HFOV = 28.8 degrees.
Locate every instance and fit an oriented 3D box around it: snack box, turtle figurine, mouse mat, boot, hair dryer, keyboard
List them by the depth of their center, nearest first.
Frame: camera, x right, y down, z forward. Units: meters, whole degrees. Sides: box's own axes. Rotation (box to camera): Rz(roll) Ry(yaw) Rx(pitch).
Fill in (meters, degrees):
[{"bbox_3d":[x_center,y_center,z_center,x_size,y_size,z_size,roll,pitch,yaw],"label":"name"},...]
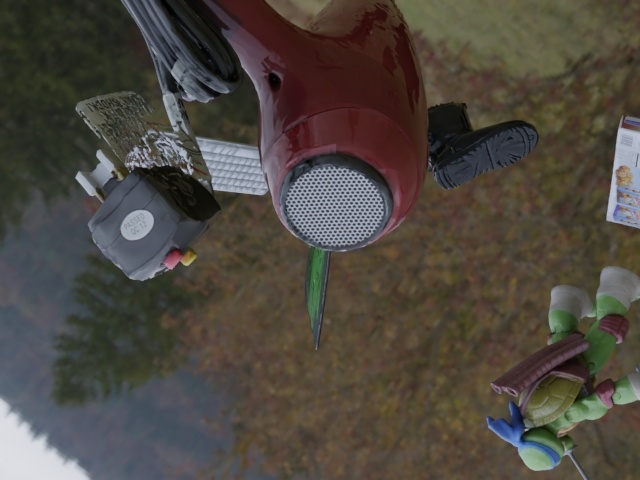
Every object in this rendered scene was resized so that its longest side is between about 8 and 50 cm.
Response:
[{"bbox_3d":[-0.025,-0.100,0.558,0.293,0.080,0.224,-6,-107,-63],"label":"hair dryer"},{"bbox_3d":[0.154,-0.110,1.282,0.045,0.121,0.099,58,-172,-39],"label":"boot"},{"bbox_3d":[0.337,-0.066,1.295,0.064,0.022,0.178,14,153,16],"label":"snack box"},{"bbox_3d":[0.000,0.000,1.295,0.007,0.190,0.153,3,-159,-7],"label":"mouse mat"},{"bbox_3d":[-0.117,-0.082,1.339,0.256,0.072,0.014,3,-127,-56],"label":"keyboard"},{"bbox_3d":[0.342,0.186,1.500,0.274,0.266,0.198,15,149,7],"label":"turtle figurine"}]
